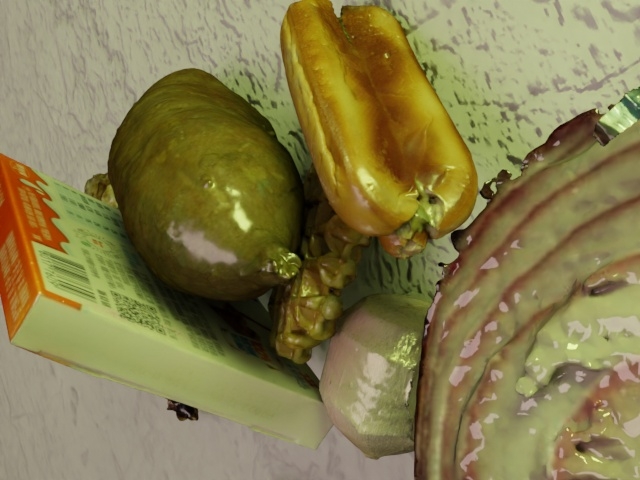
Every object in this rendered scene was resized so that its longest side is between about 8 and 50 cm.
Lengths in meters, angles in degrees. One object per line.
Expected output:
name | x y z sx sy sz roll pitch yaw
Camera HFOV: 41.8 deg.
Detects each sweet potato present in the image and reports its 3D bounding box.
sweet potato | -0.094 -0.043 0.670 0.369 0.158 0.157 -116 26 -69

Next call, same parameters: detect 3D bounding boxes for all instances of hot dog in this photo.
hot dog | 0.031 -0.083 0.556 0.249 0.100 0.068 -104 23 -46

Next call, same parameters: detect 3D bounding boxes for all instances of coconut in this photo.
coconut | 0.054 0.107 0.619 0.110 0.110 0.124 27 114 46

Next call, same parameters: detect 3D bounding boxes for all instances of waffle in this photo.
waffle | -0.001 0.000 0.647 0.191 0.038 0.191 -164 90 -78

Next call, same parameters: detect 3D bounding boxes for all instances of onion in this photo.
onion | 0.193 0.067 0.410 0.314 0.146 0.280 -11 66 56

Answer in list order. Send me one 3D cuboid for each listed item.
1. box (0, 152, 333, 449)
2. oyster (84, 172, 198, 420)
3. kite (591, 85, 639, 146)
box | -0.140 0.045 0.693 0.048 0.265 0.273 -57 33 7
oyster | -0.224 0.065 1.008 0.129 0.079 0.345 -45 61 40
kite | 0.237 -0.136 0.298 0.169 0.015 0.309 44 113 39
